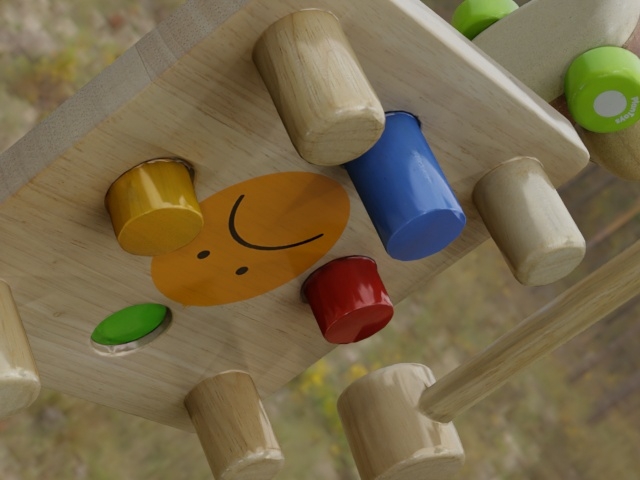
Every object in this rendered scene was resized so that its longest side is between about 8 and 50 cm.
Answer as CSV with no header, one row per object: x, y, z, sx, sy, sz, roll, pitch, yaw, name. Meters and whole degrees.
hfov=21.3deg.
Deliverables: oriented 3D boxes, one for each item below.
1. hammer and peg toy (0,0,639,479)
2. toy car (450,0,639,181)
0.000,0.000,0.799,0.361,0.266,0.127,26,32,-53,hammer and peg toy
0.189,-0.079,1.143,0.188,0.149,0.155,42,30,-32,toy car
